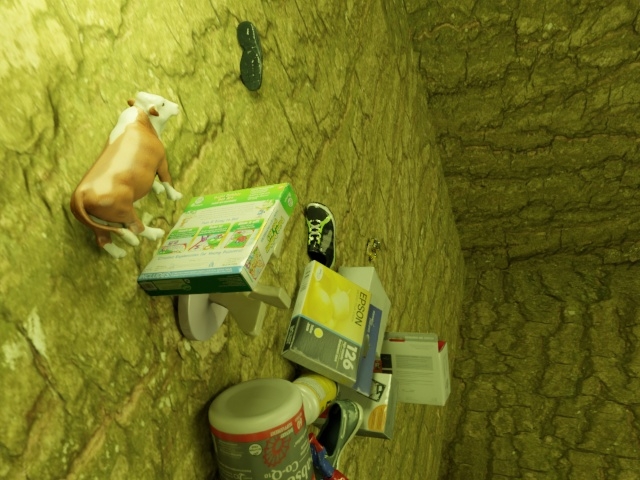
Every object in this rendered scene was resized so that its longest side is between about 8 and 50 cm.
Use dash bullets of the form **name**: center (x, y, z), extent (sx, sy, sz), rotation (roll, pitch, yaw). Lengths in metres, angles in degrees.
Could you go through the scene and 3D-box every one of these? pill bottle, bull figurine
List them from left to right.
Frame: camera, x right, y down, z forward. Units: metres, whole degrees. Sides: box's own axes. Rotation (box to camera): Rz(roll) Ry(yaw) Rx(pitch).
- **bull figurine**: center (-0.327, -0.119, 0.982), extent (0.188, 0.101, 0.310), rotation (67, 32, -41)
- **pill bottle**: center (-0.120, 0.517, 1.252), extent (0.210, 0.210, 0.363), rotation (-33, 118, -61)
- **pill bottle**: center (-0.040, 0.438, 1.537), extent (0.208, 0.119, 0.119), rotation (-22, 108, -63)

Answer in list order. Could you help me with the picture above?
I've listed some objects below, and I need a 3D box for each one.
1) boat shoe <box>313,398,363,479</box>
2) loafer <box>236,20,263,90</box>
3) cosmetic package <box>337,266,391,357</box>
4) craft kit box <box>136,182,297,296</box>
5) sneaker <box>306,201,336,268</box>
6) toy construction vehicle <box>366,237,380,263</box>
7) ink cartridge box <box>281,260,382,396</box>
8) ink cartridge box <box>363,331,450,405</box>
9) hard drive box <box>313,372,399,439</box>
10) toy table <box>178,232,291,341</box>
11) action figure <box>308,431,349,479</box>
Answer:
- **boat shoe**: center (0.006, 0.595, 1.572), extent (0.099, 0.116, 0.319), rotation (35, 82, -48)
- **loafer**: center (-0.167, -0.461, 1.399), extent (0.061, 0.062, 0.170), rotation (-16, 104, -69)
- **cosmetic package**: center (0.131, 0.244, 1.893), extent (0.224, 0.138, 0.224), rotation (60, 37, -43)
- **craft kit box**: center (-0.196, -0.003, 1.079), extent (0.061, 0.250, 0.246), rotation (59, 38, -38)
- **sneaker**: center (0.000, 0.000, 1.694), extent (0.097, 0.084, 0.234), rotation (-46, 129, -55)
- **toy construction vehicle**: center (0.209, 0.035, 2.206), extent (0.086, 0.035, 0.098), rotation (71, 31, -55)
- **ink cartridge box**: center (0.060, 0.256, 1.628), extent (0.307, 0.072, 0.303), rotation (28, 51, -18)
- **ink cartridge box**: center (0.309, 0.450, 2.057), extent (0.130, 0.309, 0.272), rotation (-23, 110, -64)
- **hard drive box**: center (0.113, 0.507, 1.725), extent (0.089, 0.232, 0.181), rotation (53, 42, -50)
- **toy table**: center (-0.180, 0.088, 1.202), extent (0.252, 0.161, 0.274), rotation (45, 48, -62)
- **action figure**: center (-0.015, 0.617, 1.445), extent (0.139, 0.091, 0.280), rotation (-44, 122, -19)
